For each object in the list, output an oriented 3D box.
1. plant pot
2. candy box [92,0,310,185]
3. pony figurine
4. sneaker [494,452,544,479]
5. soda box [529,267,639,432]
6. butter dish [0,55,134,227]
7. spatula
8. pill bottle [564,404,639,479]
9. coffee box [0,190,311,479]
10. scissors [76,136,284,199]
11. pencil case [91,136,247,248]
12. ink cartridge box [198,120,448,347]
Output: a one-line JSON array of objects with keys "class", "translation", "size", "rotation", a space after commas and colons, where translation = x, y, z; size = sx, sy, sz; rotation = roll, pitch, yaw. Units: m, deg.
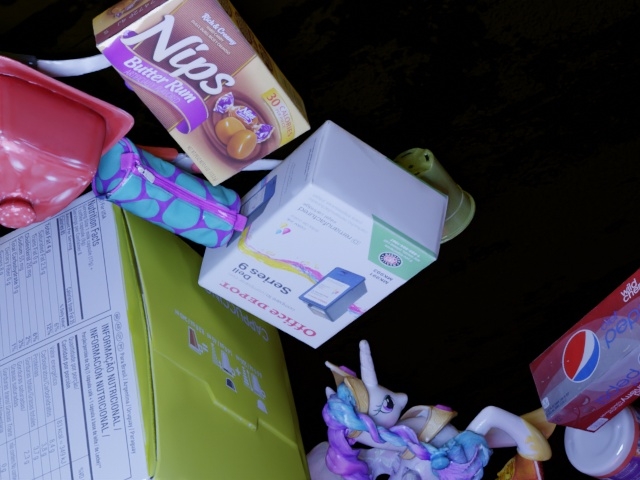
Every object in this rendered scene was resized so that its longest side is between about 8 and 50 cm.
[{"class": "plant pot", "translation": [0.106, -0.051, 1.518], "size": [0.083, 0.083, 0.079], "rotation": [-22, 127, 12]}, {"class": "candy box", "translation": [-0.103, -0.147, 1.309], "size": [0.109, 0.053, 0.186], "rotation": [-30, 129, 10]}, {"class": "pony figurine", "translation": [0.106, 0.318, 1.853], "size": [0.363, 0.303, 0.351], "rotation": [18, 101, -28]}, {"class": "sneaker", "translation": [0.273, 0.331, 2.037], "size": [0.067, 0.064, 0.175], "rotation": [0, 138, 1]}, {"class": "soda box", "translation": [0.371, 0.121, 1.777], "size": [0.083, 0.092, 0.263], "rotation": [17, 134, -31]}, {"class": "butter dish", "translation": [-0.269, -0.065, 1.321], "size": [0.160, 0.118, 0.160], "rotation": [24, 138, -35]}, {"class": "spatula", "translation": [-0.231, -0.159, 1.325], "size": [0.296, 0.030, 0.084], "rotation": [0, 136, -14]}, {"class": "pill bottle", "translation": [0.425, 0.281, 1.976], "size": [0.193, 0.108, 0.108], "rotation": [23, 130, -37]}, {"class": "coffee box", "translation": [-0.232, 0.210, 1.525], "size": [0.334, 0.338, 0.337], "rotation": [-26, 143, 17]}, {"class": "scissors", "translation": [-0.138, -0.080, 1.454], "size": [0.297, 0.021, 0.109], "rotation": [-8, 140, -2]}, {"class": "pencil case", "translation": [-0.148, -0.044, 1.429], "size": [0.152, 0.064, 0.070], "rotation": [25, 165, -39]}, {"class": "ink cartridge box", "translation": [0.000, 0.000, 1.483], "size": [0.154, 0.093, 0.212], "rotation": [31, 138, -20]}]
